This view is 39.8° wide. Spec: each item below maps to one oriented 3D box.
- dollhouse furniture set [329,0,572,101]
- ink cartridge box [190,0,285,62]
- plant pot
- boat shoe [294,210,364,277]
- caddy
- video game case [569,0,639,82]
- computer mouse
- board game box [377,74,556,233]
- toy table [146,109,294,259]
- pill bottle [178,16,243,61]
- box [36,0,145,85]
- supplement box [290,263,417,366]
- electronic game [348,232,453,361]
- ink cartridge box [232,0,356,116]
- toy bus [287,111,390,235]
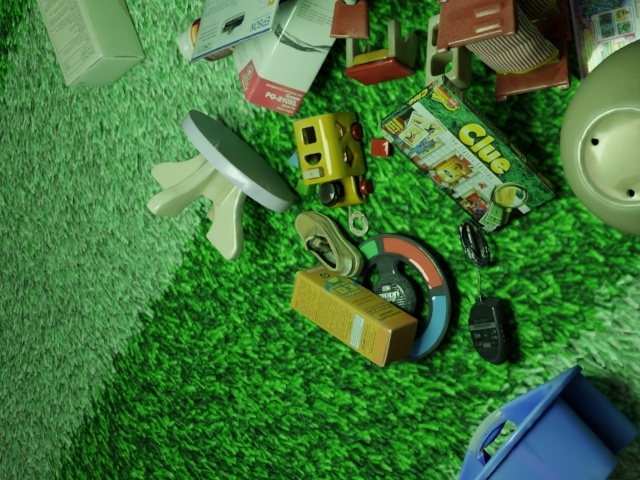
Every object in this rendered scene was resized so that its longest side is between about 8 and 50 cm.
[{"bbox_3d":[0.163,-0.294,1.314,0.374,0.201,0.152,-7,73,38],"label":"dollhouse furniture set"},{"bbox_3d":[-0.091,-0.461,1.457,0.324,0.071,0.330,4,81,60],"label":"ink cartridge box"},{"bbox_3d":[0.432,-0.122,1.152,0.284,0.191,0.284,12,111,34],"label":"plant pot"},{"bbox_3d":[0.000,0.000,1.585,0.190,0.072,0.068,39,117,45],"label":"boat shoe"},{"bbox_3d":[0.309,0.336,1.325,0.179,0.241,0.341,41,121,18],"label":"caddy"},{"bbox_3d":[0.431,-0.282,1.246,0.143,0.019,0.157,-6,96,39],"label":"video game case"},{"bbox_3d":[0.269,0.082,1.440,0.071,0.041,0.242,-13,85,56],"label":"computer mouse"},{"bbox_3d":[0.223,-0.124,1.338,0.259,0.030,0.136,39,129,-20],"label":"board game box"},{"bbox_3d":[-0.195,-0.101,1.652,0.161,0.252,0.274,-51,55,16],"label":"toy table"},{"bbox_3d":[-0.197,-0.389,1.681,0.152,0.086,0.086,-10,92,39],"label":"pill bottle"},{"bbox_3d":[-0.506,-0.497,1.883,0.148,0.121,0.311,-24,84,39],"label":"box"},{"bbox_3d":[0.054,0.125,1.534,0.233,0.078,0.080,28,120,38],"label":"supplement box"},{"bbox_3d":[0.130,0.100,1.541,0.229,0.048,0.229,9,104,38],"label":"electronic game"},{"bbox_3d":[-0.050,-0.363,1.516,0.237,0.100,0.172,-58,32,31],"label":"ink cartridge box"},{"bbox_3d":[0.015,-0.128,1.551,0.202,0.104,0.191,42,122,25],"label":"toy bus"}]
